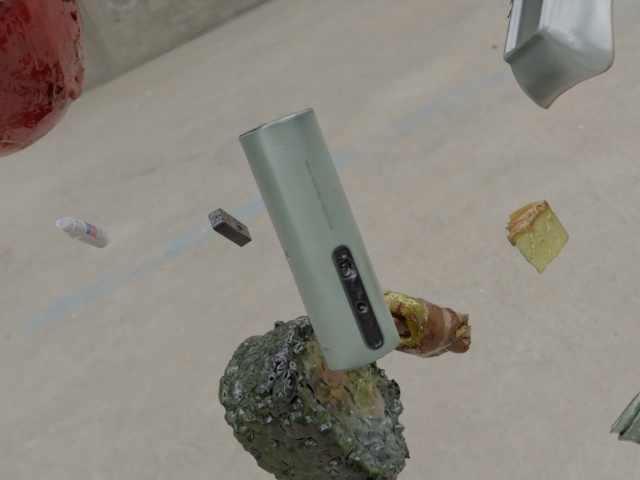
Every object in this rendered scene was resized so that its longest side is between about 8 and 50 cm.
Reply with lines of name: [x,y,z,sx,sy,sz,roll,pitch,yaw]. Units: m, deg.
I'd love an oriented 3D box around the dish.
dish: [0.257,-0.264,0.929,0.151,0.077,0.213,142,142,-74]

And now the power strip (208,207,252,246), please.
power strip: [-0.161,-0.023,1.554,0.029,0.111,0.038,-30,64,12]

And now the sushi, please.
sushi: [0.002,0.290,1.525,0.178,0.352,0.294,-28,28,28]

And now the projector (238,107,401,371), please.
projector: [0.000,0.000,1.133,0.108,0.338,0.108,-21,7,3]

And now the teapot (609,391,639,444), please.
teapot: [0.711,0.414,1.712,0.251,0.183,0.183,37,61,19]

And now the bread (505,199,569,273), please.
bread: [0.299,0.007,1.255,0.109,0.084,0.080,-42,6,-35]

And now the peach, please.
peach: [-0.457,-0.266,1.072,0.369,0.370,0.370,-18,32,12]

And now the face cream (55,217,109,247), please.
face cream: [-0.404,-0.015,1.468,0.034,0.130,0.034,-3,78,16]

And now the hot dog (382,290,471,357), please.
hot dog: [0.195,0.173,1.636,0.123,0.261,0.093,-44,37,44]
